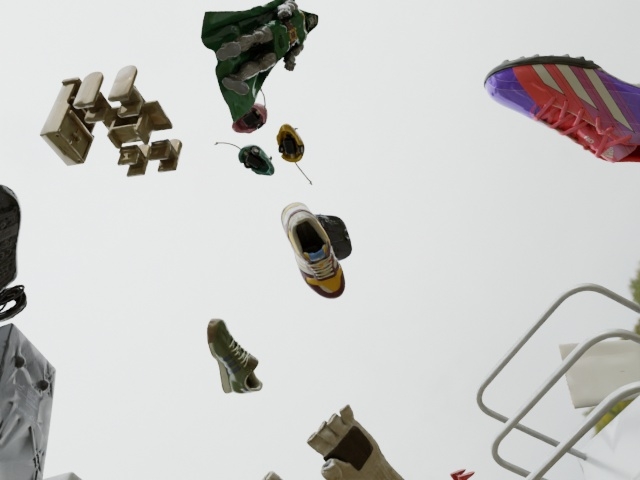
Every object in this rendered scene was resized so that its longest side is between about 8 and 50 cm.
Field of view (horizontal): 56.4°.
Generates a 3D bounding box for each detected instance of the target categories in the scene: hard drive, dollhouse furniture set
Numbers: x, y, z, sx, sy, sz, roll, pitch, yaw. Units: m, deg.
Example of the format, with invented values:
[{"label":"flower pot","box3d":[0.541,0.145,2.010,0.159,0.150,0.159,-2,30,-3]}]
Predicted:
[{"label":"hard drive","box3d":[-0.353,0.238,0.654,0.054,0.254,0.172,-2,-31,-5]},{"label":"dollhouse furniture set","box3d":[-0.429,-0.261,1.245,0.212,0.242,0.161,66,-157,-52]}]

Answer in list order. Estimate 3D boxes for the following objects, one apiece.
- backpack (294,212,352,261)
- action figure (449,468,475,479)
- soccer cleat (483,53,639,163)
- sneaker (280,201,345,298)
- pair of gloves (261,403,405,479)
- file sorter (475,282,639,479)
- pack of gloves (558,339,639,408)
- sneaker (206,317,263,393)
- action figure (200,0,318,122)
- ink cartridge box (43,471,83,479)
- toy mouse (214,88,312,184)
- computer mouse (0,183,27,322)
[{"label":"backpack","box3d":[0.000,0.000,1.189,0.114,0.084,0.105,-6,-101,-45]},{"label":"action figure","box3d":[0.169,0.301,0.624,0.030,0.038,0.115,-11,-102,-19]},{"label":"soccer cleat","box3d":[0.384,-0.173,0.839,0.318,0.108,0.116,13,-105,-3]},{"label":"sneaker","box3d":[-0.008,0.029,0.961,0.070,0.084,0.185,-30,-67,-2]},{"label":"pair of gloves","box3d":[0.019,0.409,0.951,0.240,0.042,0.204,-40,-79,-28]},{"label":"file sorter","box3d":[0.259,0.196,0.472,0.173,0.277,0.192,26,-64,-11]},{"label":"pack of gloves","box3d":[0.406,0.196,0.661,0.232,0.195,0.046,-10,-40,14]},{"label":"sneaker","box3d":[-0.166,0.237,1.210,0.064,0.086,0.192,-65,-29,-54]},{"label":"action figure","box3d":[-0.063,-0.268,0.799,0.232,0.064,0.137,-54,-34,-46]},{"label":"ink cartridge box","box3d":[-0.463,0.473,0.809,0.308,0.223,0.129,-18,-53,12]},{"label":"toy mouse","box3d":[-0.093,-0.155,0.900,0.031,0.143,0.161,-63,-37,-48]},{"label":"computer mouse","box3d":[-0.489,0.027,0.820,0.188,0.072,0.272,-39,-23,-57]}]
